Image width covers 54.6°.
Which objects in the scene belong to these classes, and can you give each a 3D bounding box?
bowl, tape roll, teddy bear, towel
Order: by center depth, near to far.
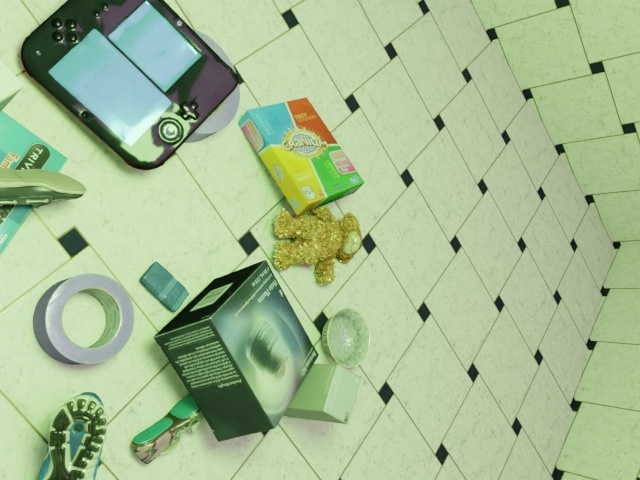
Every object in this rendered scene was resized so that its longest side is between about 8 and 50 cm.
[{"bbox_3d":[-0.498,0.167,1.313,0.189,0.080,0.189,10,75,-40],"label":"tape roll"},{"bbox_3d":[-0.371,0.110,1.475,0.119,0.029,0.067,50,52,-23],"label":"towel"},{"bbox_3d":[-0.341,-0.393,1.576,0.274,0.090,0.275,11,73,-41],"label":"tape roll"},{"bbox_3d":[0.000,0.000,1.783,0.338,0.113,0.245,22,68,-37],"label":"teddy bear"},{"bbox_3d":[0.057,0.282,1.790,0.170,0.080,0.170,12,72,-40],"label":"bowl"}]

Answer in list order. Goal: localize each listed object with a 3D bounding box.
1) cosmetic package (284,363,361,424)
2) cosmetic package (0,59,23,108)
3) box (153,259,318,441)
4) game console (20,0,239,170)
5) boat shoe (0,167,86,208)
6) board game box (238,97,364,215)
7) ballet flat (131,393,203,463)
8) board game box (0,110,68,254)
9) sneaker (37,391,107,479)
[{"bbox_3d":[-0.023,0.387,1.585,0.107,0.238,0.127,35,58,-32],"label":"cosmetic package"},{"bbox_3d":[-0.668,-0.282,1.053,0.224,0.224,0.138,53,48,-20],"label":"cosmetic package"},{"bbox_3d":[-0.180,0.251,1.460,0.294,0.182,0.296,63,28,-14],"label":"box"},{"bbox_3d":[-0.426,-0.389,1.411,0.386,0.060,0.342,44,78,-17],"label":"game console"},{"bbox_3d":[-0.569,-0.098,1.229,0.206,0.065,0.075,1,35,-51],"label":"boat shoe"},{"bbox_3d":[-0.052,-0.245,1.753,0.242,0.064,0.317,-25,77,-43],"label":"board game box"},{"bbox_3d":[-0.328,0.426,1.422,0.221,0.076,0.079,-34,122,-37],"label":"ballet flat"},{"bbox_3d":[-0.708,-0.160,1.196,0.336,0.079,0.254,39,57,-29],"label":"board game box"},{"bbox_3d":[-0.488,0.454,1.219,0.129,0.147,0.330,19,88,-11],"label":"sneaker"}]
